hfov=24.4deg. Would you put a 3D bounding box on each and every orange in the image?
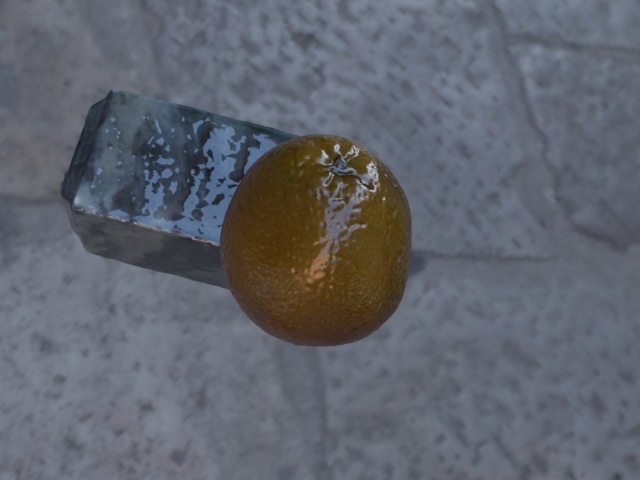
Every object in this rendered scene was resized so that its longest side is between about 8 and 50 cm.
[{"bbox_3d":[0.000,0.000,0.557,0.085,0.085,0.085,19,50,-24],"label":"orange"}]

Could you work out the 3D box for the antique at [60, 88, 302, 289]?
[{"bbox_3d":[-0.067,-0.024,0.930,0.183,0.088,0.086,15,70,1],"label":"antique"}]
